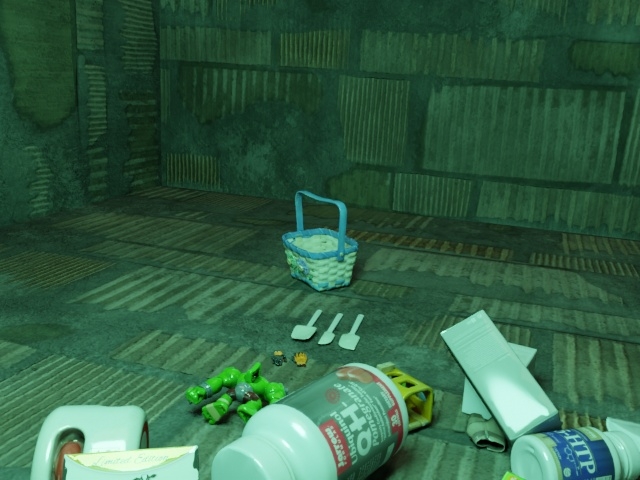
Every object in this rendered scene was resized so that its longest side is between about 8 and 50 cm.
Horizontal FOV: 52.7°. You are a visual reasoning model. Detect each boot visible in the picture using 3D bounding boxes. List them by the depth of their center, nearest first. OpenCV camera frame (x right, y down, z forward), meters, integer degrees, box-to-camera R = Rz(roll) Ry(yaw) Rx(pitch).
[{"bbox_3d":[0.332,0.362,1.215,0.118,0.042,0.087,4,22,-1],"label":"boot"}]

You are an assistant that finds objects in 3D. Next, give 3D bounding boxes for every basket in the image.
[{"bbox_3d":[0.000,0.000,2.038,0.201,0.289,0.255,-6,16,-32],"label":"basket"}]

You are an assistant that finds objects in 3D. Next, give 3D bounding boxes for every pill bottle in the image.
[{"bbox_3d":[-0.012,0.322,1.015,0.176,0.176,0.318,13,18,36],"label":"pill bottle"},{"bbox_3d":[0.421,0.365,1.059,0.186,0.112,0.112,-2,15,-19],"label":"pill bottle"}]

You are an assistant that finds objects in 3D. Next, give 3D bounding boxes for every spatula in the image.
[{"bbox_3d":[0.028,0.227,1.709,0.168,0.019,0.242,5,15,12],"label":"spatula"}]

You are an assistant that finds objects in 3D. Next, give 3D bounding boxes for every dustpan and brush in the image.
[{"bbox_3d":[0.609,0.392,1.131,0.147,0.060,0.211,14,7,-8],"label":"dustpan and brush"}]

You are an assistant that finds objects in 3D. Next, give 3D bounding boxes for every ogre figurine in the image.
[{"bbox_3d":[-0.143,0.301,1.240,0.197,0.097,0.118,-3,23,24],"label":"ogre figurine"}]

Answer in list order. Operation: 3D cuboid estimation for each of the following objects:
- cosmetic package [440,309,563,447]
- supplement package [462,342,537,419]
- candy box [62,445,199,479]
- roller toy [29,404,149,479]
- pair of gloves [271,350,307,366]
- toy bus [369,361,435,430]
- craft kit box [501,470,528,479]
[{"bbox_3d":[0.331,0.260,1.183,0.107,0.127,0.238,-29,48,4],"label":"cosmetic package"},{"bbox_3d":[0.376,0.291,1.350,0.105,0.105,0.179,12,16,29],"label":"supplement package"},{"bbox_3d":[-0.218,0.365,0.742,0.159,0.071,0.233,-1,58,-12],"label":"candy box"},{"bbox_3d":[-0.308,0.328,0.899,0.146,0.191,0.209,2,14,-8],"label":"roller toy"},{"bbox_3d":[-0.073,0.276,1.513,0.083,0.010,0.074,1,15,-4],"label":"pair of gloves"},{"bbox_3d":[0.129,0.297,1.283,0.202,0.104,0.191,5,14,7],"label":"toy bus"},{"bbox_3d":[0.269,0.405,0.709,0.246,0.061,0.250,16,41,36],"label":"craft kit box"}]
